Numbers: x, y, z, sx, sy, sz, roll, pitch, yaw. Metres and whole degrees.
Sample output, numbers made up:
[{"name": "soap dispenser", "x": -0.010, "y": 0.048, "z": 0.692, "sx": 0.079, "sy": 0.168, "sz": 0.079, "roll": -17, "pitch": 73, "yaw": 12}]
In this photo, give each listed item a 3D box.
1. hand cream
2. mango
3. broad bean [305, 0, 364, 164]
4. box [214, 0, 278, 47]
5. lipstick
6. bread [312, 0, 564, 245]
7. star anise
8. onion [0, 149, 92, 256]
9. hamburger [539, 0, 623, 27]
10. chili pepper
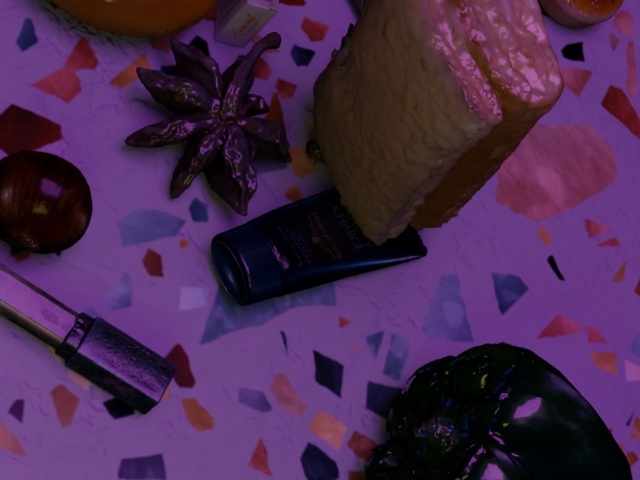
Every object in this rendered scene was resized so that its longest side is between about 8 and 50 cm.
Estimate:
[{"name": "hand cream", "x": 0.000, "y": 0.000, "z": 1.878, "sx": 0.270, "sy": 0.061, "sz": 0.120, "roll": -18, "pitch": 74, "yaw": -39}, {"name": "mango", "x": -0.243, "y": -0.322, "z": 1.841, "sx": 0.316, "sy": 0.119, "sz": 0.177, "roll": 19, "pitch": 66, "yaw": -10}, {"name": "broad bean", "x": 0.071, "y": -0.205, "z": 1.990, "sx": 0.144, "sy": 0.049, "sz": 0.292, "roll": 18, "pitch": 65, "yaw": -15}, {"name": "box", "x": -0.083, "y": -0.317, "z": 1.924, "sx": 0.048, "sy": 0.100, "sz": 0.152, "roll": 12, "pitch": 66, "yaw": -26}, {"name": "lipstick", "x": -0.294, "y": 0.074, "z": 1.695, "sx": 0.312, "sy": 0.051, "sz": 0.051, "roll": 33, "pitch": 60, "yaw": -10}, {"name": "bread", "x": 0.109, "y": -0.167, "z": 1.759, "sx": 0.165, "sy": 0.375, "sz": 0.237, "roll": -17, "pitch": 77, "yaw": -20}, {"name": "star anise", "x": -0.111, "y": -0.147, "z": 1.851, "sx": 0.209, "sy": 0.089, "sz": 0.231, "roll": 17, "pitch": 75, "yaw": -29}, {"name": "onion", "x": -0.293, "y": -0.040, "z": 1.706, "sx": 0.117, "sy": 0.118, "sz": 0.119, "roll": 16, "pitch": 64, "yaw": -26}, {"name": "hamburger", "x": 0.345, "y": -0.352, "z": 2.170, "sx": 0.126, "sy": 0.081, "sz": 0.141, "roll": 7, "pitch": 69, "yaw": -25}, {"name": "chili pepper", "x": 0.196, "y": 0.258, "z": 1.781, "sx": 0.256, "sy": 0.233, "sz": 0.248, "roll": 43, "pitch": 73, "yaw": -16}]
